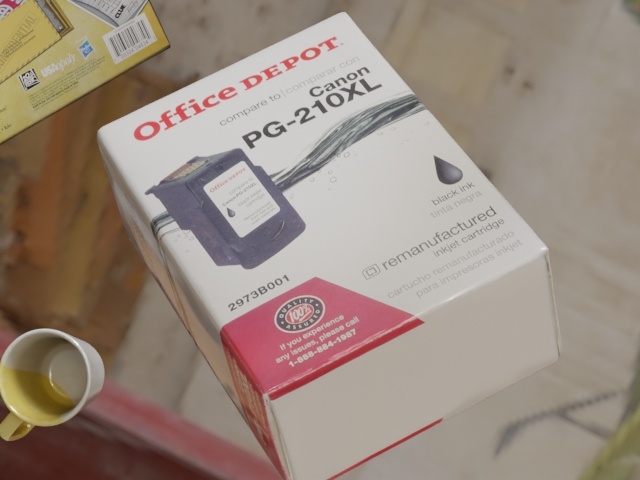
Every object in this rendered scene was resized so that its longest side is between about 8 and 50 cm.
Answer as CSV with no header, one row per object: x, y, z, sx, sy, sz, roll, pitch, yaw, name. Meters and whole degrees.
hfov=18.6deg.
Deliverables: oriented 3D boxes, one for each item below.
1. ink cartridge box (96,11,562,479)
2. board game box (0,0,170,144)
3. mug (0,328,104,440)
0.000,0.000,1.102,0.172,0.237,0.100,-27,138,-11,ink cartridge box
-0.195,-0.095,0.775,0.243,0.165,0.042,-34,-161,-28,board game box
-0.178,0.090,1.278,0.064,0.078,0.062,6,66,-79,mug
